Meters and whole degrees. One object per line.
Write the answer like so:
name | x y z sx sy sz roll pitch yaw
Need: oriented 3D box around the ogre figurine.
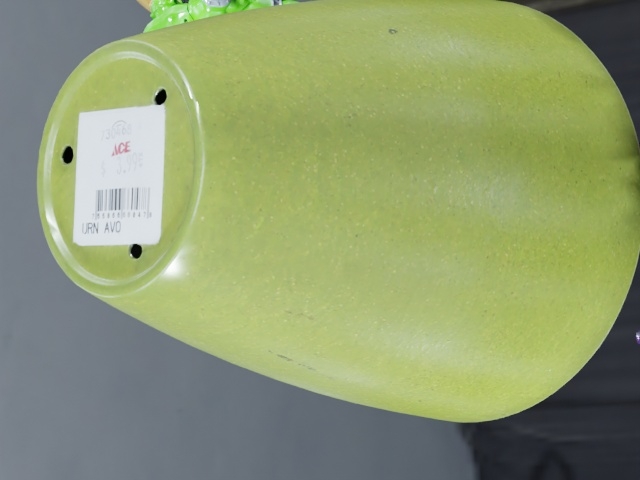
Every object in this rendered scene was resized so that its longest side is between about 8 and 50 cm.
ogre figurine | -0.118 -0.188 1.581 0.118 0.197 0.096 31 53 -51

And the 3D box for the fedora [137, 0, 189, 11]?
fedora | -0.128 -0.321 1.702 0.079 0.194 0.194 -64 135 -59

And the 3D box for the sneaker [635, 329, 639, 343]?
sneaker | 0.414 0.085 1.565 0.098 0.224 0.083 -53 123 -22

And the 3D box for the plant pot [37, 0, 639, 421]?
plant pot | -0.006 -0.028 0.946 0.293 0.275 0.274 5 79 -47
